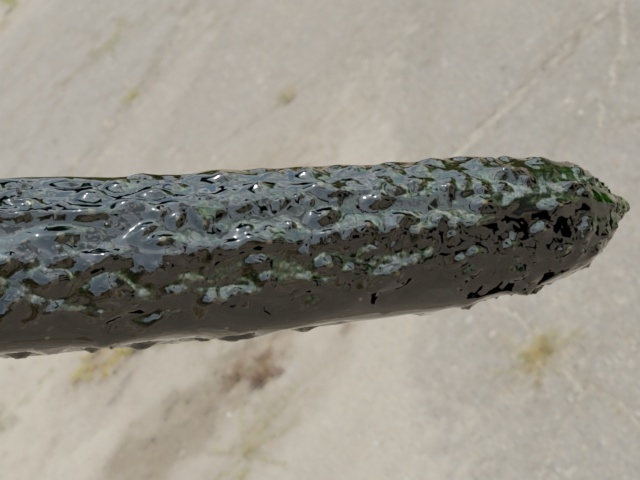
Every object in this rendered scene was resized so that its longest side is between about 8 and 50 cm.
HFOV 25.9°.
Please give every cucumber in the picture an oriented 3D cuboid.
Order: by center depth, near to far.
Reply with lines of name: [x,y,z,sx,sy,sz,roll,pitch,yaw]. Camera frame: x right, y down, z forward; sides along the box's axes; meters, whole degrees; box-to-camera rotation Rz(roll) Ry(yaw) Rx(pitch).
cucumber: [0.001,0.000,0.555,0.300,0.072,0.072,-5,16,-19]
